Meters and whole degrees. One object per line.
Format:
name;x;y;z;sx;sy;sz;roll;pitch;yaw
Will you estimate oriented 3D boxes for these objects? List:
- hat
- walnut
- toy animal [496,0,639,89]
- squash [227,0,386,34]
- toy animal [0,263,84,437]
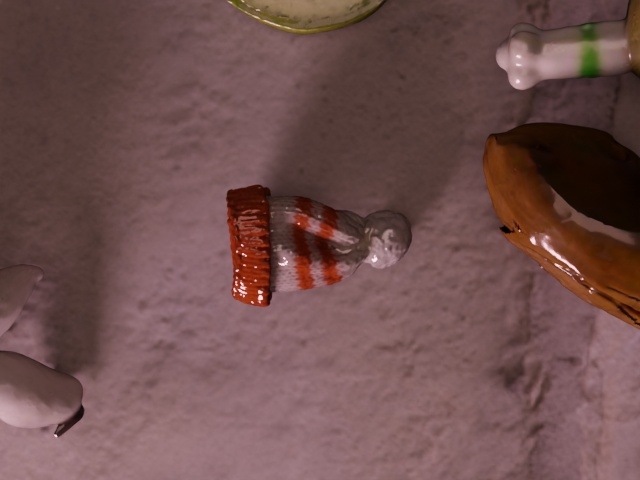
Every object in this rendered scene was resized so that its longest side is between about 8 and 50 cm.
hat;0.000;0.000;1.374;0.162;0.093;0.112;0;117;-1
walnut;0.241;-0.015;1.325;0.245;0.137;0.137;31;94;4
toy animal;0.348;-0.174;1.307;0.363;0.180;0.181;11;85;28
squash;-0.014;-0.294;1.392;0.219;0.041;0.219;0;91;6
toy animal;-0.380;0.143;1.375;0.325;0.154;0.208;-14;117;-2
